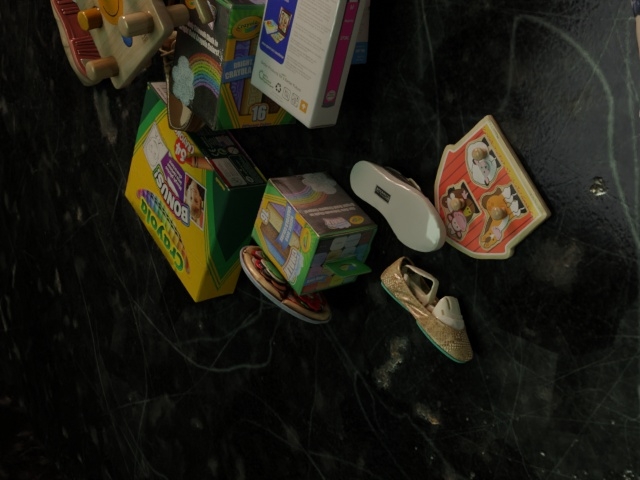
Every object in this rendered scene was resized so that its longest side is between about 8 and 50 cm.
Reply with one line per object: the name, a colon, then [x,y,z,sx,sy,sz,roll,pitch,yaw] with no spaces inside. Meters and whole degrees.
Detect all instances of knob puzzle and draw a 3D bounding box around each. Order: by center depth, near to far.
knob puzzle: [0.222,-0.056,1.260,0.213,0.030,0.213,20,115,50]

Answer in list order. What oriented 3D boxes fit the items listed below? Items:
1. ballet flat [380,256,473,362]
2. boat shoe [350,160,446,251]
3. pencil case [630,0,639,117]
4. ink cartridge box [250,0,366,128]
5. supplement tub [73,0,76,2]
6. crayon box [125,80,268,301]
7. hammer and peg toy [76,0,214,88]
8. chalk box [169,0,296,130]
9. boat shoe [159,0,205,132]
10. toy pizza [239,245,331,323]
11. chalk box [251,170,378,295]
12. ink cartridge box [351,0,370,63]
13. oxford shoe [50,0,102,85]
ballet flat: [0.170,0.099,1.343,0.206,0.073,0.067,46,118,32]
boat shoe: [0.134,-0.059,1.344,0.219,0.070,0.078,48,126,41]
pencil case: [0.381,-0.260,0.882,0.183,0.160,0.410,-11,91,39]
ink cartridge box: [-0.010,-0.377,1.352,0.176,0.069,0.371,42,132,37]
supplement tub: [-0.397,-0.614,1.764,0.331,0.241,0.241,-10,91,54]
crayon box: [-0.276,-0.108,1.849,0.363,0.106,0.313,51,136,32]
hammer and peg toy: [-0.333,-0.434,1.490,0.361,0.127,0.266,-24,89,55]
chalk box: [-0.135,-0.365,1.535,0.180,0.179,0.289,42,129,40]
boat shoe: [-0.262,-0.374,1.683,0.122,0.120,0.324,8,91,37]
toy pizza: [-0.055,0.070,1.544,0.032,0.201,0.201,-51,55,16]
chalk box: [0.000,0.000,1.487,0.213,0.132,0.132,51,135,35]
ink cartridge box: [0.027,-0.381,1.408,0.104,0.060,0.180,24,118,47]
oxford shoe: [-0.619,-0.554,2.182,0.130,0.123,0.348,-19,83,59]
